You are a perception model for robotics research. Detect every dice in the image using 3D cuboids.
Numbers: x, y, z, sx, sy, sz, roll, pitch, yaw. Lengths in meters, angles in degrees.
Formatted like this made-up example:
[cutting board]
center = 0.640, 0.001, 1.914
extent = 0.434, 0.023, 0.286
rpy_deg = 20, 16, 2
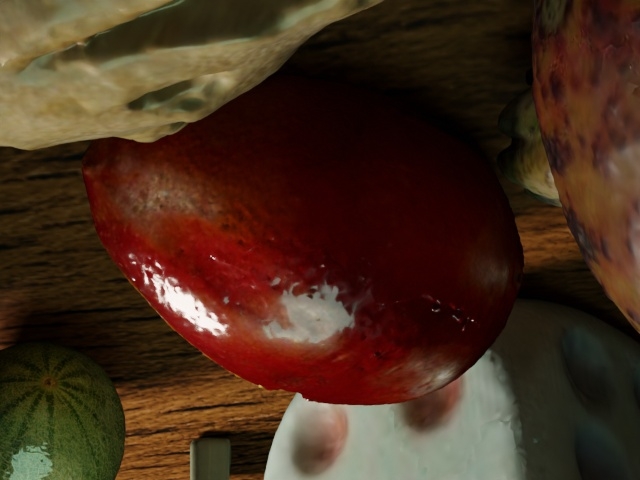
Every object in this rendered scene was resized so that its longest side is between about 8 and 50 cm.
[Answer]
[dice]
center = 0.131, 0.215, 0.880
extent = 0.265, 0.268, 0.263
rpy_deg = 28, 137, -37

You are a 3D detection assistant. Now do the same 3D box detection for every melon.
[melon]
center = -0.220, 0.154, 0.888
extent = 0.139, 0.139, 0.192
rpy_deg = 8, 143, -14

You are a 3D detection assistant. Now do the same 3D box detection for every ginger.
[ginger]
center = -0.063, -0.120, 0.465
extent = 0.354, 0.126, 0.190
rpy_deg = -18, 139, 28

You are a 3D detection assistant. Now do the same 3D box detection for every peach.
[peach]
center = 0.006, -0.002, 0.644
extent = 0.267, 0.158, 0.154
rpy_deg = 28, 132, -35

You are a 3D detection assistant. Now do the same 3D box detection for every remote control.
[remote control]
center = -0.096, 0.327, 1.032
extent = 0.038, 0.285, 0.123
rpy_deg = -1, 147, -5

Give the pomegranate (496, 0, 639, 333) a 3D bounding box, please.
[pomegranate]
center = 0.189, -0.059, 0.472
extent = 0.285, 0.284, 0.341
rpy_deg = 15, 167, -24
